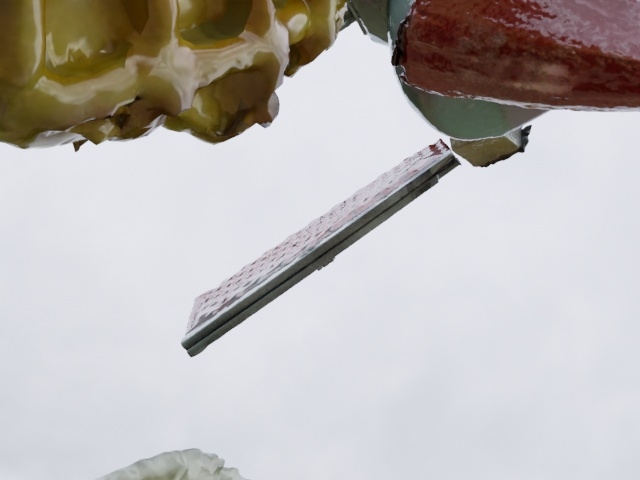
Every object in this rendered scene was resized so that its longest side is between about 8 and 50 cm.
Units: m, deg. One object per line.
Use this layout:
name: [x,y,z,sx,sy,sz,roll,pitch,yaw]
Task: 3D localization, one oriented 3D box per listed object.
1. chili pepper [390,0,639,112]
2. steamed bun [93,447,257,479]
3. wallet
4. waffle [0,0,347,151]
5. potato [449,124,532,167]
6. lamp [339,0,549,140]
chili pepper: [0.191,-0.145,0.881,0.252,0.136,0.144,17,5,22]
steamed bun: [-0.058,0.250,0.609,0.273,0.272,0.290,-40,-33,29]
wallet: [0.000,0.000,0.775,0.020,0.196,0.103,54,7,-10]
waffle: [-0.074,-0.181,0.435,0.151,0.324,0.261,20,-16,49]
potato: [0.177,-0.144,1.347,0.086,0.122,0.061,-25,-35,38]
lamp: [0.093,-0.234,1.224,0.247,0.301,0.247,-30,-37,9]
